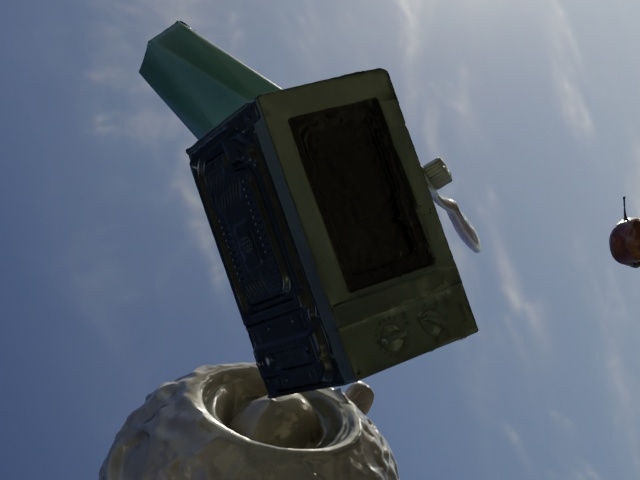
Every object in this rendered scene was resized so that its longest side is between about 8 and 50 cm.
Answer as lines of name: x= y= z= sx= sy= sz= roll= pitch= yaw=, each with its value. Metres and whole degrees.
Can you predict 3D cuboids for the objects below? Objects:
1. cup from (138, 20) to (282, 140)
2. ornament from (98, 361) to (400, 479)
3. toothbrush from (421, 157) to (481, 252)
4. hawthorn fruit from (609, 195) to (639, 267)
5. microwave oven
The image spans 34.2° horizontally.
cup: x=-0.146 y=-0.209 z=1.491 sx=0.235 sy=0.148 sz=0.134 roll=45 pitch=-174 yaw=19
ornament: x=-0.078 y=0.304 z=1.121 sx=0.337 sy=0.337 sz=0.337 roll=29 pitch=-123 yaw=-55
toothbrush: x=0.146 y=-0.030 z=1.099 sx=0.025 sy=0.029 sz=0.307 roll=63 pitch=-171 yaw=21
hawthorn fruit: x=0.414 y=-0.013 z=1.394 sx=0.067 sy=0.067 sz=0.103 roll=27 pitch=-138 yaw=-56
microwave oven: x=0.000 y=0.000 z=0.777 sx=0.122 sy=0.162 sz=0.208 roll=-17 pitch=-93 yaw=-31
